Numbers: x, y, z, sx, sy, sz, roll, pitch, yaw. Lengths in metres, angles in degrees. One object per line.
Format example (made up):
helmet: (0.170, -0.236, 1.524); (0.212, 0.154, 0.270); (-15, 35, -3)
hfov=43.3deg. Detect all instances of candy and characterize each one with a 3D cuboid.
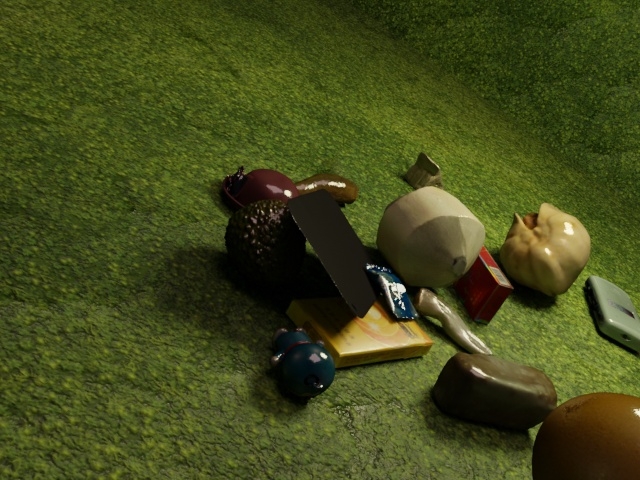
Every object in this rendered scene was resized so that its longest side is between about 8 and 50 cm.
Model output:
candy: (0.326, 0.277, 1.483); (0.234, 0.104, 0.102); (19, 28, -22)
candy: (0.146, 0.102, 1.591); (0.088, 0.038, 0.136); (17, 35, -50)

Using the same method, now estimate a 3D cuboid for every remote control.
remote control: (0.801, 0.191, 2.200); (0.140, 0.056, 0.296); (29, 24, -5)

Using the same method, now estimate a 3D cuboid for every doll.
doll: (-0.028, 0.196, 1.296); (0.114, 0.085, 0.152); (-1, 26, -24)

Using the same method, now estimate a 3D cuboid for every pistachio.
pistachio: (0.590, 0.022, 2.107); (0.321, 0.229, 0.238); (-36, 110, -68)

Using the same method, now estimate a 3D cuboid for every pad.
pad: (0.000, -0.001, 1.541); (0.315, 0.063, 0.375); (59, 14, 1)

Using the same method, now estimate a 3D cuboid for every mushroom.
mushroom: (0.275, 0.180, 1.684); (0.202, 0.054, 0.059); (41, 33, 11)

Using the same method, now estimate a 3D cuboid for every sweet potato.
sweet potato: (0.007, -0.125, 1.925); (0.243, 0.077, 0.077); (3, 36, -45)

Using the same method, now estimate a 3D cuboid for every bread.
bread: (0.329, -0.202, 2.371); (0.077, 0.105, 0.152); (48, 31, 21)

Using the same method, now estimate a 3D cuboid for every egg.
egg: (0.485, 0.390, 1.236); (0.282, 0.282, 0.351); (5, 33, -41)

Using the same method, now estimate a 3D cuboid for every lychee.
lychee: (-0.100, 0.009, 1.478); (0.171, 0.171, 0.171); (24, 26, -12)

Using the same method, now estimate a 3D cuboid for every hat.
hat: (-0.109, -0.101, 1.742); (0.205, 0.089, 0.205); (23, 26, -12)

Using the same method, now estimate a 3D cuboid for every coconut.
coconut: (0.243, 0.002, 1.786); (0.241, 0.241, 0.241); (24, 26, -12)

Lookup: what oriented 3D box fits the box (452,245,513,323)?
box: (0.363, 0.093, 1.854); (0.048, 0.112, 0.175); (15, 28, -26)

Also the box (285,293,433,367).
box: (0.079, 0.164, 1.506); (0.269, 0.043, 0.152); (-1, 39, -46)
